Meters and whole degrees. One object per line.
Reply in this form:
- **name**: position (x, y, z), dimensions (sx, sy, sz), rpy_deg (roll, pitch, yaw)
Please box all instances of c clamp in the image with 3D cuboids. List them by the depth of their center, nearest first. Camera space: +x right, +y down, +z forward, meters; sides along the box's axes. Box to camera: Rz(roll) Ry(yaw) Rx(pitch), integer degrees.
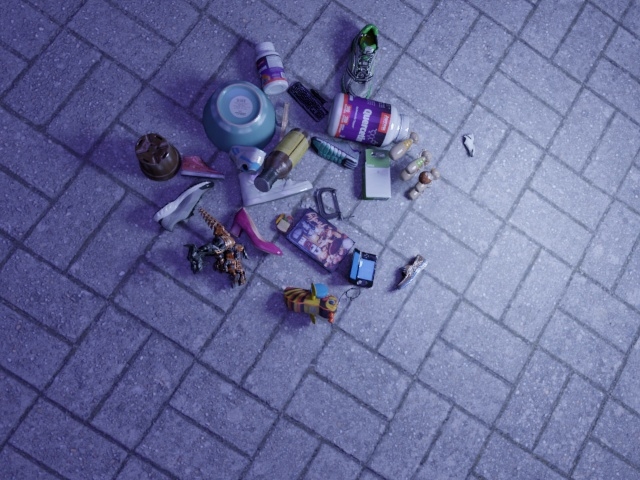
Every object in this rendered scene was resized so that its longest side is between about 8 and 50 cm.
- **c clamp**: position (0.055, -0.154, 1.972), dimensions (0.137, 0.022, 0.161), rpy_deg (-18, 88, -5)

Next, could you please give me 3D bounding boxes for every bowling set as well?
- **bowling set**: position (0.426, -0.286, 1.911), dimensions (0.154, 0.200, 0.287), rpy_deg (-39, 125, -9)

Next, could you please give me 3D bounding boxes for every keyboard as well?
- **keyboard**: position (-0.044, -0.608, 2.001), dimensions (0.192, 0.038, 0.100), rpy_deg (45, 79, -2)

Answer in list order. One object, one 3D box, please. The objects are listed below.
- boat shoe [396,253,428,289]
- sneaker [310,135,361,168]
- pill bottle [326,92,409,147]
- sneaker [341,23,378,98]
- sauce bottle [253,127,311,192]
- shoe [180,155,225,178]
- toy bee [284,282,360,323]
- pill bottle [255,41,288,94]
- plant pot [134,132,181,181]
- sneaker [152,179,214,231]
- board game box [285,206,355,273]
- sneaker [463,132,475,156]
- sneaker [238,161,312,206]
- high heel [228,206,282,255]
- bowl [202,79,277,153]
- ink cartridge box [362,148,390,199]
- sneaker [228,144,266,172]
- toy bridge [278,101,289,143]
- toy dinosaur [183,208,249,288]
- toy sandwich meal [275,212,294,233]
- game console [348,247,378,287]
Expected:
- **boat shoe**: position (0.372, 0.132, 1.966), dimensions (0.066, 0.066, 0.183), rpy_deg (46, 69, 4)
- **sneaker**: position (0.065, -0.392, 1.983), dimensions (0.223, 0.083, 0.098), rpy_deg (29, 59, -9)
- **pill bottle**: position (0.197, -0.495, 1.950), dimensions (0.322, 0.181, 0.182), rpy_deg (11, 82, -7)
- **sneaker**: position (0.172, -0.759, 1.997), dimensions (0.134, 0.146, 0.344), rpy_deg (8, 83, -8)
- **sauce bottle**: position (-0.153, -0.317, 1.839), dimensions (0.111, 0.111, 0.344), rpy_deg (36, 49, -3)
- **shoe**: position (-0.473, -0.294, 1.884), dimensions (0.177, 0.063, 0.081), rpy_deg (6, 87, -4)
- **toy bee**: position (0.002, 0.244, 1.826), dimensions (0.298, 0.162, 0.195), rpy_deg (-17, 125, 11)
- **pill bottle**: position (-0.210, -0.721, 1.953), dimensions (0.108, 0.108, 0.194), rpy_deg (-15, 85, -10)
- **plant pot**: position (-0.638, -0.329, 1.813), dimensions (0.166, 0.165, 0.167), rpy_deg (1, 84, -8)
- **sneaker**: position (-0.527, -0.142, 1.851), dimensions (0.271, 0.100, 0.108), rpy_deg (-40, 104, -8)
- **board game box**: position (0.000, 0.000, 1.931), dimensions (0.243, 0.042, 0.165), rpy_deg (37, 80, -3)
- **sneaker**: position (0.666, -0.424, 2.090), dimensions (0.043, 0.040, 0.109), rpy_deg (-6, 80, 7)
- **sneaker**: position (-0.187, -0.248, 1.901), dimensions (0.292, 0.108, 0.169), rpy_deg (-13, 88, -9)
- **high heel**: position (-0.243, -0.032, 1.880), dimensions (0.244, 0.082, 0.117), rpy_deg (28, 90, 9)
- **bowl**: position (-0.327, -0.517, 1.884), dimensions (0.311, 0.163, 0.312), rpy_deg (1, 82, -8)
- **ink cartridge box**: position (0.237, -0.278, 1.990), dimensions (0.108, 0.062, 0.209), rpy_deg (1, 83, -9)
- **sneaker**: position (-0.304, -0.319, 1.839), dimensions (0.087, 0.228, 0.092), rpy_deg (23, 85, -36)
- **toy bridge**: position (-0.152, -0.490, 1.957), dimensions (0.026, 0.063, 0.188), rpy_deg (9, 81, -8)
- **toy dinosaur**: position (-0.408, 0.040, 1.834), dimensions (0.218, 0.164, 0.322), rpy_deg (-24, 72, -24)
- **toy sandwich meal**: position (-0.148, -0.073, 1.924), dimensions (0.085, 0.029, 0.086), rpy_deg (1, 83, -8)
- **game console**: position (0.176, 0.114, 1.922), dimensions (0.124, 0.085, 0.144), rpy_deg (13, 82, -7)
